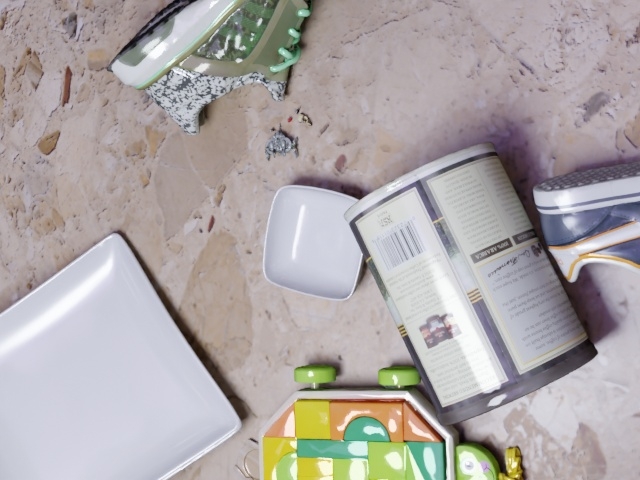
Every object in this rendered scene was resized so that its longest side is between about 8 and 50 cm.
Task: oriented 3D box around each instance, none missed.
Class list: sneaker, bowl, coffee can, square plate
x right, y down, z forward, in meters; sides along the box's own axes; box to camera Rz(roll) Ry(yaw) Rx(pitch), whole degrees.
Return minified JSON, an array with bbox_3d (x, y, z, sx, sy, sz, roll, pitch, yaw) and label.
[{"bbox_3d":[-0.074,-0.279,1.402,0.410,0.158,0.182,-28,114,21],"label":"sneaker"},{"bbox_3d":[0.000,0.000,1.408,0.142,0.053,0.142,13,100,22],"label":"bowl"},{"bbox_3d":[0.175,0.051,1.256,0.201,0.201,0.275,-28,83,23],"label":"coffee can"},{"bbox_3d":[-0.336,0.222,1.513,0.344,0.049,0.347,-36,73,0],"label":"square plate"},{"bbox_3d":[0.410,-0.034,1.193,0.321,0.126,0.128,-11,101,18],"label":"sneaker"}]

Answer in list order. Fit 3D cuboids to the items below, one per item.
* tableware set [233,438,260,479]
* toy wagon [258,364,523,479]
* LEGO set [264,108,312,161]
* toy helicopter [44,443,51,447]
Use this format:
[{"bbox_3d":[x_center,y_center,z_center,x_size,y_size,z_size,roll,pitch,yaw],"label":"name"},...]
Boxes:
[{"bbox_3d":[-0.085,0.373,1.491,0.141,0.020,0.169,39,107,16],"label":"tableware set"},{"bbox_3d":[0.086,0.297,1.375,0.344,0.068,0.267,-2,90,21],"label":"toy wagon"},{"bbox_3d":[-0.049,-0.139,1.435,0.054,0.023,0.083,29,105,19],"label":"LEGO set"},{"bbox_3d":[-0.357,0.359,1.571,0.355,0.140,0.235,-47,67,8],"label":"toy helicopter"}]
